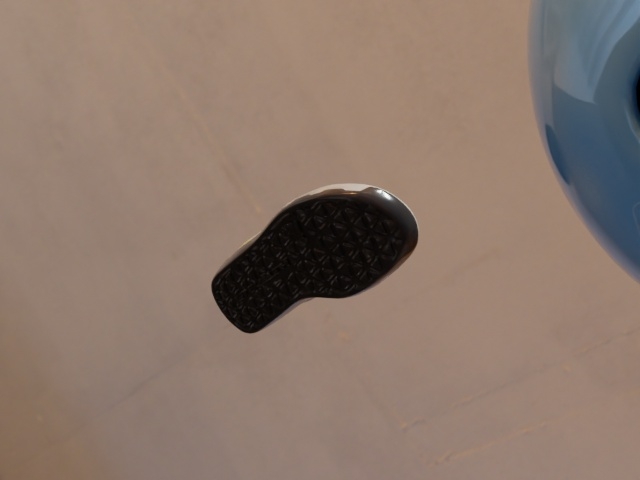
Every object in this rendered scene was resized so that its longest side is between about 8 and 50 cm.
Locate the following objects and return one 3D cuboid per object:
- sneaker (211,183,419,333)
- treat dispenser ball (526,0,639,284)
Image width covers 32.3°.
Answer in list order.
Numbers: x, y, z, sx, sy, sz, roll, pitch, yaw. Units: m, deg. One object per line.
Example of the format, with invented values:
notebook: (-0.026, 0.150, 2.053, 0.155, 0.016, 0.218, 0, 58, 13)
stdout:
sneaker: (0.000, 0.000, 0.867, 0.234, 0.097, 0.084, -24, -81, 48)
treat dispenser ball: (0.237, -0.089, 0.486, 0.288, 0.288, 0.288, 25, -51, 34)
